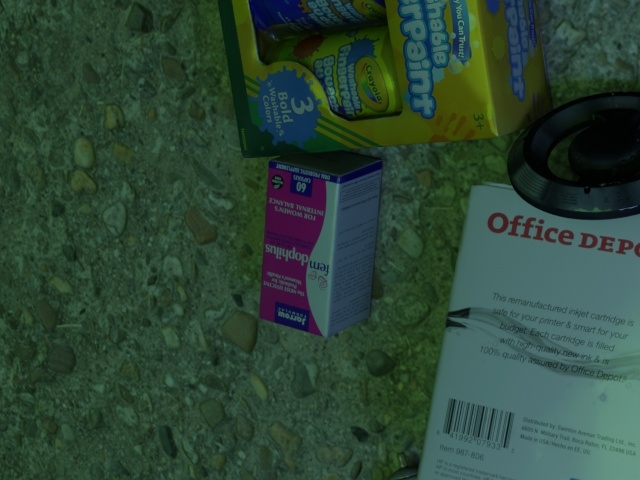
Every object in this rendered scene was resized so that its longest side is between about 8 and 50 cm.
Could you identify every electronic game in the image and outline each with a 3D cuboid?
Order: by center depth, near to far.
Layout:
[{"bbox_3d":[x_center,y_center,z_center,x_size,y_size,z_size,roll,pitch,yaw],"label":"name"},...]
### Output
[{"bbox_3d":[0.322,-0.097,1.816,0.229,0.229,0.048,10,132,31],"label":"electronic game"}]

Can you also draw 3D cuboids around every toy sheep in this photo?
[{"bbox_3d":[0.119,0.344,2.143,0.091,0.091,0.132,-22,84,35],"label":"toy sheep"}]

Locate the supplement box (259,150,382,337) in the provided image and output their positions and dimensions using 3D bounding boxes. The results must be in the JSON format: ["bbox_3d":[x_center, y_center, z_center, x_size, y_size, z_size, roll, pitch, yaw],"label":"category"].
[{"bbox_3d":[0.000,0.000,2.117,0.111,0.114,0.220,14,111,29],"label":"supplement box"}]

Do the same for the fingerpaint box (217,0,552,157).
[{"bbox_3d":[0.057,-0.336,1.962,0.371,0.163,0.444,-2,101,34],"label":"fingerpaint box"}]

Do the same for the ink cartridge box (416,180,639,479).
[{"bbox_3d":[0.294,0.150,1.864,0.285,0.166,0.395,11,90,31],"label":"ink cartridge box"}]
